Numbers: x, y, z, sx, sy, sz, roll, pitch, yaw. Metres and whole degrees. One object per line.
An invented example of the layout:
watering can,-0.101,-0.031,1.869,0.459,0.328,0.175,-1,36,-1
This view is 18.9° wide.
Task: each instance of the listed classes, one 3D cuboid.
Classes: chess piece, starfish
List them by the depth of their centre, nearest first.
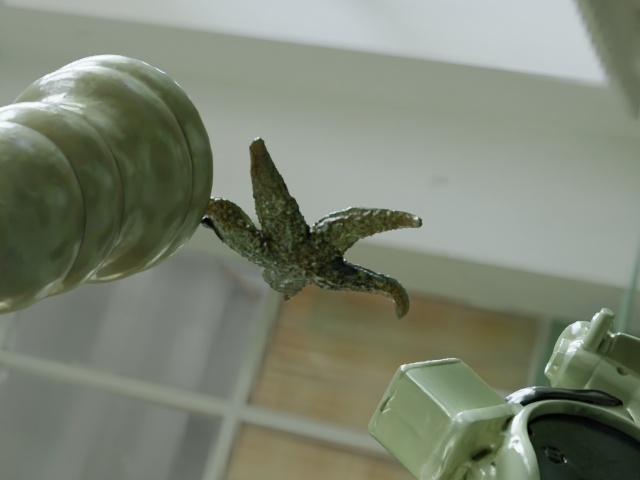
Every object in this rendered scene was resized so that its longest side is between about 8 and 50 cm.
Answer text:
chess piece,-0.191,-0.029,1.310,0.299,0.167,0.167,-37,-47,-72
starfish,0.000,0.000,1.489,0.208,0.176,0.053,43,-140,-39

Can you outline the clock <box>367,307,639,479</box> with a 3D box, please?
clock,0.234,0.167,1.478,0.379,0.276,0.120,-4,-51,-52
